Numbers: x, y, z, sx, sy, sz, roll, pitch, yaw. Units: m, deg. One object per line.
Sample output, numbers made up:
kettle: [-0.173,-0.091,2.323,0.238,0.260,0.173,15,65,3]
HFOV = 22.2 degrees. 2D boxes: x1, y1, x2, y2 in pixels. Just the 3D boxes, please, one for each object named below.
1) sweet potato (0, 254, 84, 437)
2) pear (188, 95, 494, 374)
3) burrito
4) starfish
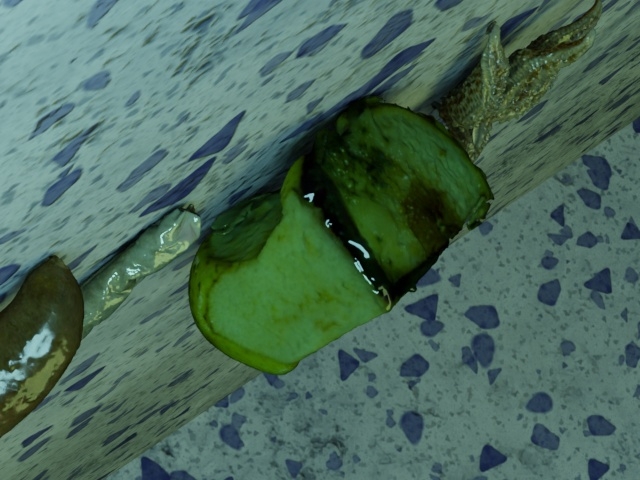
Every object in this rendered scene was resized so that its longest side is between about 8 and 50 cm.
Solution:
sweet potato: [-0.312,0.144,1.215,0.341,0.092,0.114,-35,148,-12]
pear: [0.000,0.000,1.518,0.255,0.164,0.238,-36,-175,40]
burrito: [-0.172,0.037,1.373,0.185,0.041,0.045,-40,163,11]
starfish: [0.165,-0.141,1.674,0.301,0.084,0.293,-34,169,-48]
